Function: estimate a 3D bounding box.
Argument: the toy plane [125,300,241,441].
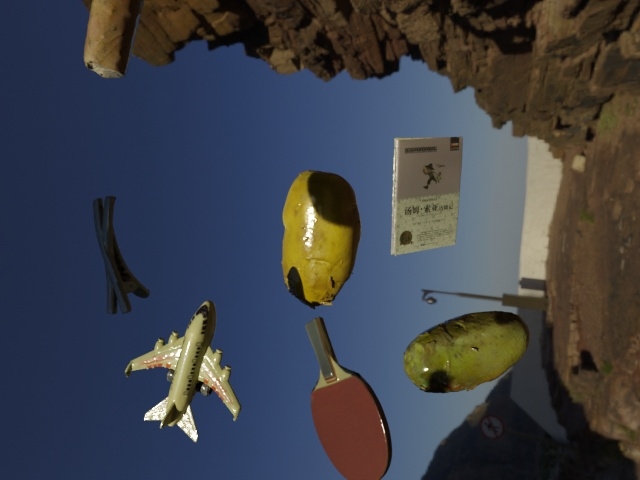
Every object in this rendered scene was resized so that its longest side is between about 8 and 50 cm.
[{"bbox_3d":[-0.231,0.224,0.869,0.092,0.228,0.244,37,-109,-77],"label":"toy plane"}]

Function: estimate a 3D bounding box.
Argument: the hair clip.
[{"bbox_3d":[-0.201,0.013,0.484,0.039,0.030,0.115,-24,-74,-66],"label":"hair clip"}]

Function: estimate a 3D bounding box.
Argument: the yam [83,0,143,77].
[{"bbox_3d":[-0.202,-0.294,0.513,0.056,0.056,0.241,-3,-71,-68],"label":"yam"}]

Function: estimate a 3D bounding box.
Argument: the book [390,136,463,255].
[{"bbox_3d":[0.167,-0.071,0.760,0.127,0.014,0.182,-7,-73,-24],"label":"book"}]

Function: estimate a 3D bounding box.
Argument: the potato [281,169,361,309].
[{"bbox_3d":[0.000,0.000,1.051,0.140,0.172,0.301,-75,-9,-74],"label":"potato"}]

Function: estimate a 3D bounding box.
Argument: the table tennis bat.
[{"bbox_3d":[0.026,0.210,0.645,0.019,0.130,0.221,-4,-113,-44],"label":"table tennis bat"}]

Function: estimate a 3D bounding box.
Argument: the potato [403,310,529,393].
[{"bbox_3d":[0.329,0.250,1.093,0.176,0.298,0.141,-110,6,-59],"label":"potato"}]
